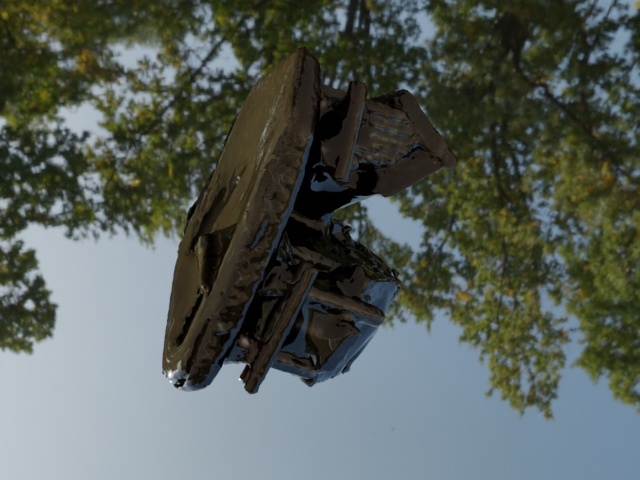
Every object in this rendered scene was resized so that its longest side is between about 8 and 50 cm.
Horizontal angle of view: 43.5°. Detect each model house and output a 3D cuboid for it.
[{"bbox_3d":[0.006,-0.002,0.499,0.164,0.203,0.141,21,-166,-27],"label":"model house"}]
